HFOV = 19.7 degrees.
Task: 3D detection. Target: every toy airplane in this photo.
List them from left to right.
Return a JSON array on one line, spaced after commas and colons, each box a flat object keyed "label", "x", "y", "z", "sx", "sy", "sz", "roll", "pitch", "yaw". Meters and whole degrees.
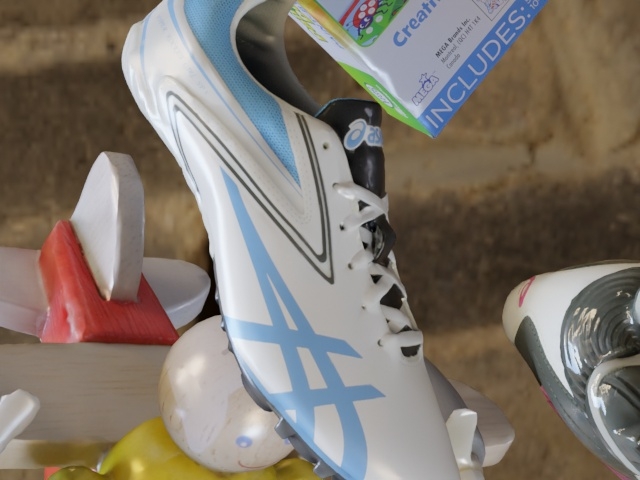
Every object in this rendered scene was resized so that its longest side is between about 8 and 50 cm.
[{"label": "toy airplane", "x": -0.089, "y": 0.106, "z": 1.076, "sx": 0.384, "sy": 0.272, "sz": 0.386, "roll": 42, "pitch": -133, "yaw": -2}]

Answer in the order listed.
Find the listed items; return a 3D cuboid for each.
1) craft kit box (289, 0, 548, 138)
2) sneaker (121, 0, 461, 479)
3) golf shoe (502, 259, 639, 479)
[{"label": "craft kit box", "x": 0.050, "y": -0.220, "z": 0.917, "sx": 0.250, "sy": 0.247, "sz": 0.061, "roll": -50, "pitch": -143, "yaw": -3}, {"label": "sneaker", "x": 0.000, "y": 0.000, "z": 0.720, "sx": 0.086, "sy": 0.085, "sz": 0.237, "roll": -29, "pitch": -101, "yaw": 20}, {"label": "golf shoe", "x": 0.187, "y": 0.091, "z": 0.724, "sx": 0.105, "sy": 0.273, "sz": 0.120, "roll": -52, "pitch": -155, "yaw": -9}]
